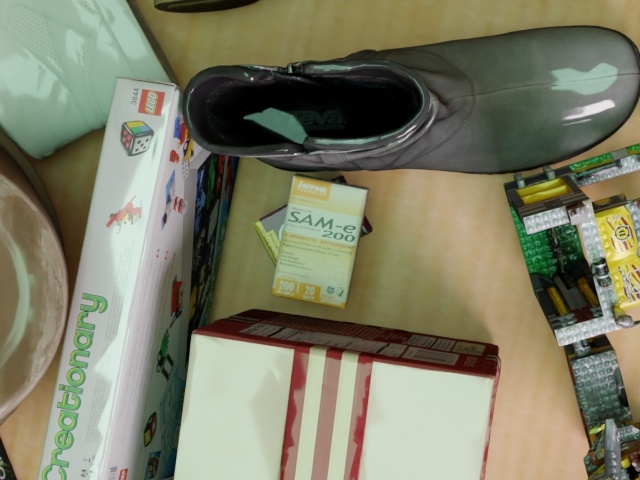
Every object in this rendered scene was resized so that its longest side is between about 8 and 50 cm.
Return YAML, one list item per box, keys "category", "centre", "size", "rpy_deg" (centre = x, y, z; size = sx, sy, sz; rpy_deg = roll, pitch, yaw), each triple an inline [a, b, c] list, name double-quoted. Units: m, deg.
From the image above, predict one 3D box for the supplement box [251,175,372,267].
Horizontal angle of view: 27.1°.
- category: "supplement box"
  centre: [-0.006, -0.011, 1.106]
  size: [0.083, 0.043, 0.055]
  rpy_deg: [-29, 89, 8]

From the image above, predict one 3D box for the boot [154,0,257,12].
- category: "boot"
  centre: [-0.060, -0.276, 1.083]
  size: [0.197, 0.073, 0.152]
  rpy_deg: [-19, 92, -4]

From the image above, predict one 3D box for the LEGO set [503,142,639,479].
- category: "LEGO set"
  centre: [0.268, 0.057, 0.978]
  size: [0.255, 0.192, 0.331]
  rpy_deg: [-8, 101, 5]

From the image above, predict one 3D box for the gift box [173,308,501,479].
- category: "gift box"
  centre: [0.030, 0.203, 1.011]
  size: [0.276, 0.255, 0.258]
  rpy_deg: [9, 93, 13]

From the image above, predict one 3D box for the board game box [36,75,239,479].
- category: "board game box"
  centre: [-0.133, 0.042, 1.030]
  size: [0.053, 0.193, 0.305]
  rpy_deg: [10, 87, 12]

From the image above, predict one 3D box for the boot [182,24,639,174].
- category: "boot"
  centre: [0.082, -0.098, 0.997]
  size: [0.338, 0.223, 0.118]
  rpy_deg: [-11, 91, 8]

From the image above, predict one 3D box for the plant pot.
- category: "plant pot"
  centre: [-0.311, 0.032, 0.960]
  size: [0.323, 0.280, 0.323]
  rpy_deg: [0, 91, -28]

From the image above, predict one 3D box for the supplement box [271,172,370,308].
- category: "supplement box"
  centre: [0.000, 0.000, 1.064]
  size: [0.062, 0.036, 0.098]
  rpy_deg: [11, 97, 4]

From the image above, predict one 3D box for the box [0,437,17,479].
- category: "box"
  centre: [-0.385, 0.230, 1.167]
  size: [0.232, 0.058, 0.322]
  rpy_deg: [-21, 92, 8]

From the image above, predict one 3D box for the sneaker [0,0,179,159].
- category: "sneaker"
  centre: [-0.259, -0.212, 1.094]
  size: [0.169, 0.108, 0.292]
  rpy_deg: [-29, 91, 5]
